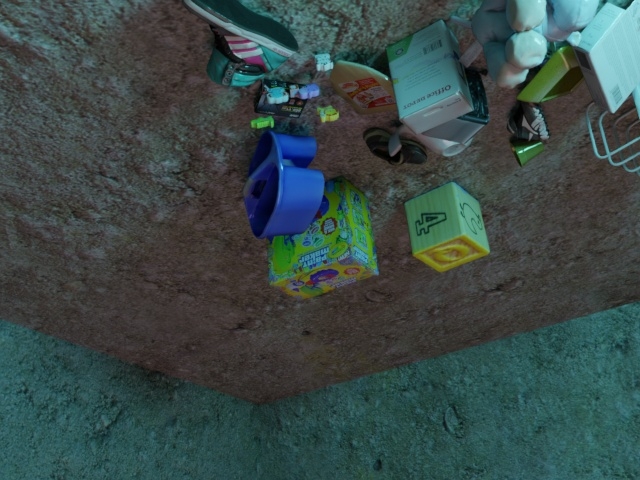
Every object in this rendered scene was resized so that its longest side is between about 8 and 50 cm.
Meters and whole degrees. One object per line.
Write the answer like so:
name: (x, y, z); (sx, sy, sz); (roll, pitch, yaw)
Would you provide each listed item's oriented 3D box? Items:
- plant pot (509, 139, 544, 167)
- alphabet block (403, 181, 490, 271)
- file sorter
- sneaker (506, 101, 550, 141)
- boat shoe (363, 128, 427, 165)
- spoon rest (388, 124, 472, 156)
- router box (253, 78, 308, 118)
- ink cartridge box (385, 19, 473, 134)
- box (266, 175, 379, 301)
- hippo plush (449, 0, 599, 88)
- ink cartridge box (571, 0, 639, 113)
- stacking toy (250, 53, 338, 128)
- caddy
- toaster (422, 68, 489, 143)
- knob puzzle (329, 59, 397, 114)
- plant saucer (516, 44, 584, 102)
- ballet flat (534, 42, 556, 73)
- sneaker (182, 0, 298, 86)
plant pot: (0.599, -0.264, 2.133); (0.079, 0.083, 0.083); (-25, 148, 9)
alphabet block: (0.403, -0.040, 2.371); (0.193, 0.197, 0.192); (-25, 147, 31)
file sorter: (0.879, -0.292, 2.009); (0.277, 0.193, 0.173); (14, 149, -33)
sneaker: (0.550, -0.324, 1.993); (0.106, 0.078, 0.234); (-17, 155, 19)
boat shoe: (0.214, -0.245, 2.086); (0.223, 0.074, 0.080); (17, 144, -36)
spoon rest: (0.307, -0.284, 2.050); (0.276, 0.084, 0.137); (-5, 156, -30)
router box: (-0.098, -0.355, 1.860); (0.122, 0.038, 0.092); (4, 150, -18)
ink cartridge box: (0.250, -0.374, 1.709); (0.154, 0.213, 0.093); (-22, 148, 27)
box: (0.000, 0.000, 2.282); (0.289, 0.279, 0.177); (-21, 148, 25)
hippo plush: (0.458, -0.443, 1.561); (0.236, 0.235, 0.294); (-8, 170, -15)
ink cartridge box: (0.720, -0.467, 1.747); (0.239, 0.060, 0.275); (-50, 142, 2)
stacking toy: (-0.068, -0.353, 1.790); (0.221, 0.052, 0.167); (-10, 135, -5)
caddy: (-0.123, -0.149, 2.030); (0.179, 0.241, 0.341); (-2, 152, -21)
toaster: (0.325, -0.344, 1.832); (0.185, 0.168, 0.110); (8, 151, -22)
knob puzzle: (0.106, -0.383, 1.810); (0.213, 0.030, 0.213); (21, 162, 7)
plant saucer: (0.601, -0.407, 1.814); (0.188, 0.045, 0.188); (-20, 160, -31)
ballet flat: (0.508, -0.466, 1.751); (0.079, 0.077, 0.221); (-41, 145, 19)
sneaker: (-0.211, -0.434, 1.619); (0.295, 0.124, 0.178); (19, 133, -40)
